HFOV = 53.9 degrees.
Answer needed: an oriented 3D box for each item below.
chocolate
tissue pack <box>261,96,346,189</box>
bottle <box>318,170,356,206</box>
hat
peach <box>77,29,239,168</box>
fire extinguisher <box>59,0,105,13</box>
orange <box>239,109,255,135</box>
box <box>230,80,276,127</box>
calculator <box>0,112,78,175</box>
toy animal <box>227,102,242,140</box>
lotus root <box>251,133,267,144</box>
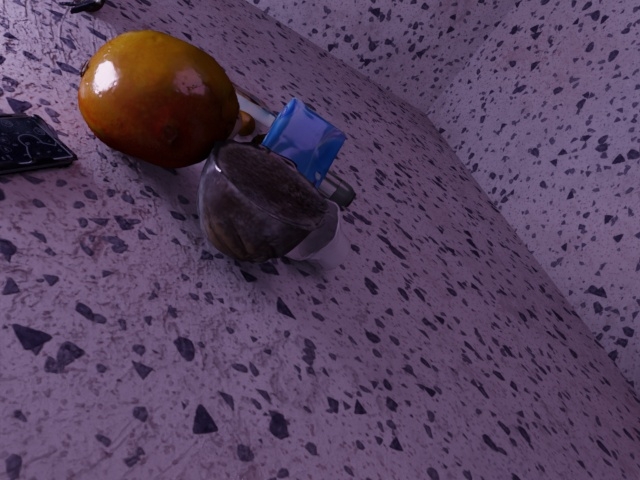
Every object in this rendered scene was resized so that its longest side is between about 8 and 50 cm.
[{"bbox_3d":[-0.157,-0.061,1.425,0.303,0.213,0.303,30,27,-17],"label":"chocolate"},{"bbox_3d":[-0.074,-0.227,1.758,0.198,0.146,0.263,34,69,-14],"label":"tissue pack"},{"bbox_3d":[-0.001,-0.201,2.058,0.253,0.079,0.096,34,-14,-9],"label":"bottle"},{"bbox_3d":[0.000,0.000,1.627,0.126,0.203,0.203,44,17,-40],"label":"hat"},{"bbox_3d":[-0.364,-0.320,1.450,0.372,0.290,0.372,24,8,-3],"label":"peach"},{"bbox_3d":[-0.756,-0.798,1.996,0.138,0.102,0.344,-8,44,-15],"label":"fire extinguisher"},{"bbox_3d":[-0.246,-0.372,1.997,0.085,0.085,0.085,32,25,-17],"label":"orange"},{"bbox_3d":[-0.283,-0.489,2.117,0.265,0.048,0.273,30,12,-21],"label":"box"},{"bbox_3d":[-0.617,-0.190,1.221,0.165,0.028,0.274,43,25,8],"label":"calculator"},{"bbox_3d":[-0.332,-0.369,1.798,0.248,0.149,0.165,27,43,-42],"label":"toy animal"},{"bbox_3d":[-0.130,-0.246,1.890,0.209,0.120,0.120,47,25,20],"label":"lotus root"}]
